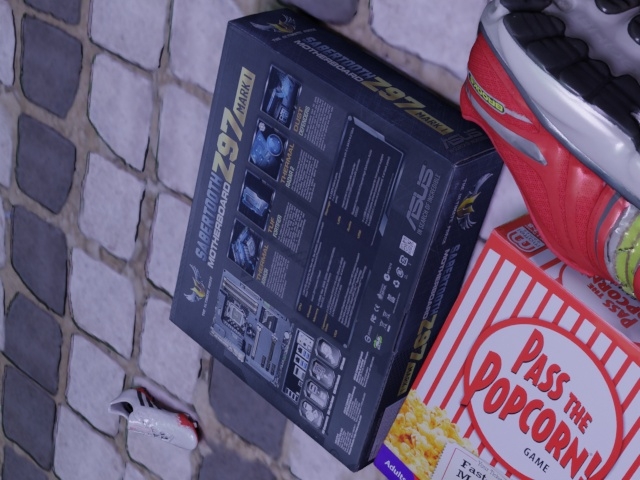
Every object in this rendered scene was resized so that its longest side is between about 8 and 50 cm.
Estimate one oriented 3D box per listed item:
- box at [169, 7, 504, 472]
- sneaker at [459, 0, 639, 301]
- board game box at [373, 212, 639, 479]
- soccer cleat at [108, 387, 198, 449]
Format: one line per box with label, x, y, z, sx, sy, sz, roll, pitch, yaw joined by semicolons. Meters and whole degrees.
box;0.000;0.000;0.775;0.183;0.059;0.233;35;127;29
sneaker;0.170;-0.007;0.608;0.279;0.107;0.118;55;152;18
board game box;0.124;0.104;0.705;0.146;0.045;0.194;41;128;25
soccer cleat;-0.129;0.141;0.962;0.083;0.035;0.029;29;123;33
